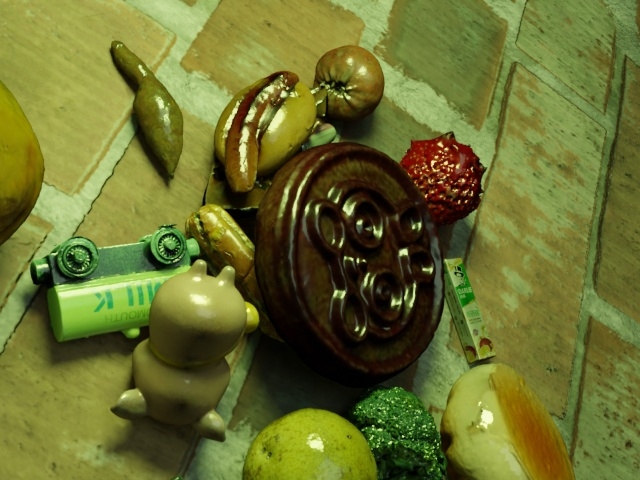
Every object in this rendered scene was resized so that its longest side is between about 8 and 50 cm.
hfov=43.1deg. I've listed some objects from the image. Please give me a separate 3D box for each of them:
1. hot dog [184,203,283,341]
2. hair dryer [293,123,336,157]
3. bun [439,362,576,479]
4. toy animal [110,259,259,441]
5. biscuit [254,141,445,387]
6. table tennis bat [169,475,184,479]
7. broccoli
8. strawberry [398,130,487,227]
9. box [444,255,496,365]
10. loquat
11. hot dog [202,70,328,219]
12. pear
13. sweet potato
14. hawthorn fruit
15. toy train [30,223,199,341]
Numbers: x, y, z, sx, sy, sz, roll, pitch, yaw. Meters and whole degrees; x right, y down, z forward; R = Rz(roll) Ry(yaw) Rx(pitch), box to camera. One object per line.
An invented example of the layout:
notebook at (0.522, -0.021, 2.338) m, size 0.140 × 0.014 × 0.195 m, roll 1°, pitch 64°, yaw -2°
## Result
hot dog at (-0.119, 0.055, 1.296) m, size 0.269 × 0.115 × 0.072 m, roll 50°, pitch 49°, yaw 0°
hair dryer at (0.007, -0.137, 1.518) m, size 0.106 × 0.054 × 0.154 m, roll -29°, pitch 95°, yaw -42°
bun at (0.297, 0.363, 1.374) m, size 0.299 × 0.164 × 0.299 m, roll 44°, pitch 26°, yaw -28°
toy animal at (-0.182, 0.146, 1.155) m, size 0.165 × 0.149 × 0.248 m, roll 16°, pitch 100°, yaw -2°
biscuit at (0.069, 0.033, 1.327) m, size 0.407 × 0.091 × 0.408 m, roll 14°, pitch 70°, yaw -42°
table tennis bat at (-0.124, 0.464, 1.159) m, size 0.301 × 0.022 × 0.173 m, roll 51°, pitch 52°, yaw -3°
broccoli at (0.120, 0.319, 1.303) m, size 0.195 × 0.195 × 0.156 m, roll 20°, pitch 95°, yaw -23°
strawberry at (0.219, -0.097, 1.554) m, size 0.184 × 0.187 × 0.201 m, roll 43°, pitch 79°, yaw -32°
box at (0.277, 0.133, 1.555) m, size 0.049 × 0.041 × 0.207 m, roll -7°, pitch 73°, yaw -34°
loquat at (-0.502, -0.118, 1.052) m, size 0.276 × 0.276 × 0.284 m, roll 9°, pitch 61°, yaw -29°
hot dog at (-0.090, -0.188, 1.376) m, size 0.194 × 0.107 × 0.326 m, roll 1°, pitch 50°, yaw 11°
pear at (-0.015, 0.335, 1.185) m, size 0.197 × 0.197 × 0.197 m, roll 14°, pitch 62°, yaw -27°
sweet potato at (-0.280, -0.232, 1.357) m, size 0.074 × 0.075 × 0.270 m, roll -16°, pitch 73°, yaw -36°
hawthorn fruit at (0.071, -0.315, 1.571) m, size 0.149 × 0.149 × 0.189 m, roll 50°, pitch 56°, yaw -3°
toy train at (-0.291, 0.067, 1.199) m, size 0.253 × 0.105 × 0.157 m, roll -9°, pitch 86°, yaw -33°
